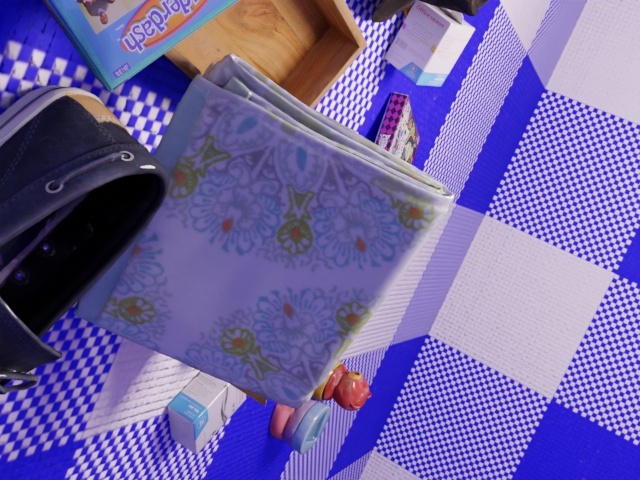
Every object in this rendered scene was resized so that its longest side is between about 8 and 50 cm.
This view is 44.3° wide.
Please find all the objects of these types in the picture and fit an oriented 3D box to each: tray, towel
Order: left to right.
[{"bbox_3d":[-0.082,-0.261,0.922,0.203,0.076,0.411,-50,160,2],"label":"tray"},{"bbox_3d":[-0.072,0.011,0.921,0.374,0.320,0.090,-56,-165,24],"label":"towel"}]

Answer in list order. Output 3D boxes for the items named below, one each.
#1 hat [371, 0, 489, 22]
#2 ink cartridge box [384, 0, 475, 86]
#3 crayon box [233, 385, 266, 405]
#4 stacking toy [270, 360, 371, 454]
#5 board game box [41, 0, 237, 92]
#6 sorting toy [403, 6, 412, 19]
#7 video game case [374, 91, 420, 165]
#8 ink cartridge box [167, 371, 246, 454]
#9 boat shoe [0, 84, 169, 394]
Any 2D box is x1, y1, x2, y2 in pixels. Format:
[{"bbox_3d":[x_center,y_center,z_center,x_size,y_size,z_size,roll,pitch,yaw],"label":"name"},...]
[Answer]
[{"bbox_3d":[0.230,-0.436,1.233,0.331,0.134,0.331,-51,179,-1],"label":"hat"},{"bbox_3d":[0.204,-0.367,1.432,0.090,0.092,0.143,-8,137,-50],"label":"ink cartridge box"},{"bbox_3d":[-0.113,0.055,1.104,0.081,0.202,0.318,-36,147,-51],"label":"crayon box"},{"bbox_3d":[0.024,0.353,1.882,0.309,0.130,0.279,-39,149,-48],"label":"stacking toy"},{"bbox_3d":[-0.174,-0.255,0.657,0.160,0.047,0.210,-38,136,-11],"label":"board game box"},{"bbox_3d":[0.265,-0.530,1.478,0.347,0.047,0.196,-34,143,-26],"label":"sorting toy"},{"bbox_3d":[0.144,-0.153,1.617,0.210,0.042,0.232,56,51,-67],"label":"video game case"},{"bbox_3d":[-0.186,0.273,1.387,0.180,0.060,0.104,-46,153,-38],"label":"ink cartridge box"},{"bbox_3d":[-0.321,0.073,0.692,0.500,0.156,0.187,-53,162,-21],"label":"boat shoe"}]
